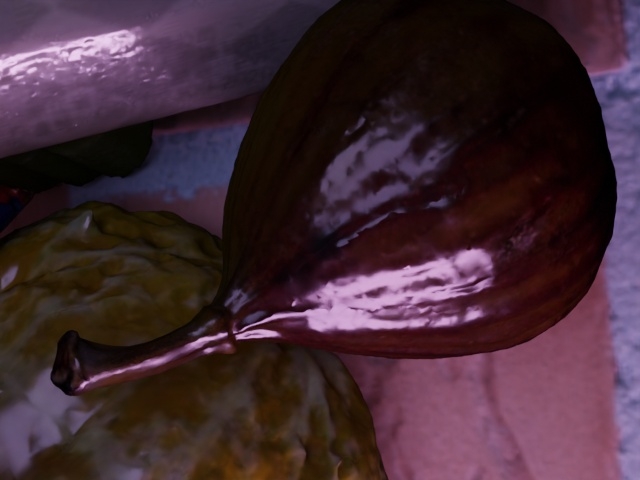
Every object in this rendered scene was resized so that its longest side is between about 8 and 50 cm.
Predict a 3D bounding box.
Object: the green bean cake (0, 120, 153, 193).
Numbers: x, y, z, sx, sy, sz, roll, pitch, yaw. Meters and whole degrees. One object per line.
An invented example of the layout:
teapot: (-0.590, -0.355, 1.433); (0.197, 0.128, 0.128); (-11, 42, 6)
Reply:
green bean cake: (-0.214, -0.141, 0.898); (0.200, 0.113, 0.214); (-7, 83, 21)

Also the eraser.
eraser: (-0.112, -0.183, 0.784); (0.397, 0.082, 0.213); (-15, 78, -12)

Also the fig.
fig: (0.000, 0.000, 0.714); (0.321, 0.217, 0.217); (-32, 72, -16)

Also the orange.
orange: (-0.120, 0.138, 0.787); (0.369, 0.210, 0.271); (42, 102, 22)

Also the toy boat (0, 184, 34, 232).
toy boat: (-0.253, -0.097, 0.826); (0.219, 0.072, 0.318); (32, 86, 17)
